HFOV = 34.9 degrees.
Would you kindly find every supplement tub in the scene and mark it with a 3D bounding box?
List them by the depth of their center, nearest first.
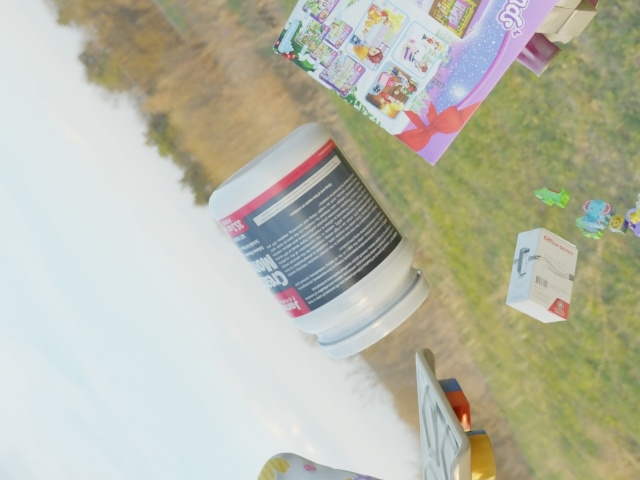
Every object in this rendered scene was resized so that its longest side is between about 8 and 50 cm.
[{"bbox_3d":[0.000,0.000,1.349,0.272,0.191,0.191,54,178,-8],"label":"supplement tub"}]

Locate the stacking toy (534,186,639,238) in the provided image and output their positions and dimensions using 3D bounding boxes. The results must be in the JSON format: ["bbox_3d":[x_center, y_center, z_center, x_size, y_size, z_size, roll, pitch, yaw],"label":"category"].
[{"bbox_3d":[0.473,-0.039,1.618,0.221,0.052,0.167,15,170,43],"label":"stacking toy"}]

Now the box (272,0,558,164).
[{"bbox_3d":[0.104,-0.234,0.932,0.201,0.293,0.057,37,-139,1],"label":"box"}]

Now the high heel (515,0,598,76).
[{"bbox_3d":[0.336,-0.342,1.550,0.117,0.244,0.082,40,145,4],"label":"high heel"}]

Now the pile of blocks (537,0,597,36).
[{"bbox_3d":[0.191,-0.385,1.231,0.362,0.112,0.149,27,-137,-9],"label":"pile of blocks"}]

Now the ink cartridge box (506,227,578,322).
[{"bbox_3d":[0.380,0.060,1.746,0.099,0.135,0.056,26,156,-28],"label":"ink cartridge box"}]

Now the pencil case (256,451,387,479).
[{"bbox_3d":[0.056,0.310,1.110,0.273,0.113,0.124,8,159,25],"label":"pencil case"}]

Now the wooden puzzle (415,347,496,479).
[{"bbox_3d":[0.221,0.384,1.644,0.348,0.081,0.322,-100,5,-69],"label":"wooden puzzle"}]
